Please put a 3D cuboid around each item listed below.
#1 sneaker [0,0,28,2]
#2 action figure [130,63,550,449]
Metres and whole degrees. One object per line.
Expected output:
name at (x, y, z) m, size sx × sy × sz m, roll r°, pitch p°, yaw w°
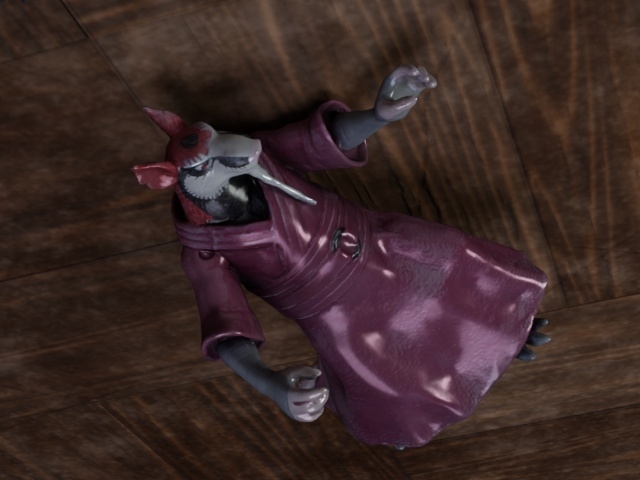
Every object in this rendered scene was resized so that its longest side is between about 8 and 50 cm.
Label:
sneaker at (-0.148, -0.197, 0.617) m, size 0.126 × 0.128 × 0.321 m, roll 22°, pitch 141°, yaw -34°
action figure at (0.000, 0.000, 0.933) m, size 0.370 × 0.248 × 0.275 m, roll 37°, pitch 174°, yaw -28°
